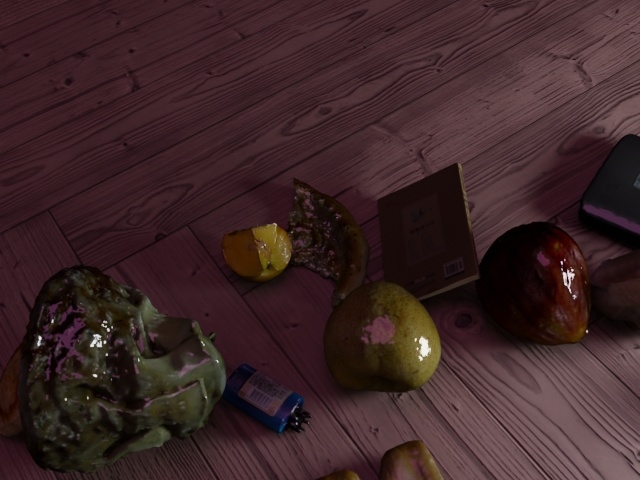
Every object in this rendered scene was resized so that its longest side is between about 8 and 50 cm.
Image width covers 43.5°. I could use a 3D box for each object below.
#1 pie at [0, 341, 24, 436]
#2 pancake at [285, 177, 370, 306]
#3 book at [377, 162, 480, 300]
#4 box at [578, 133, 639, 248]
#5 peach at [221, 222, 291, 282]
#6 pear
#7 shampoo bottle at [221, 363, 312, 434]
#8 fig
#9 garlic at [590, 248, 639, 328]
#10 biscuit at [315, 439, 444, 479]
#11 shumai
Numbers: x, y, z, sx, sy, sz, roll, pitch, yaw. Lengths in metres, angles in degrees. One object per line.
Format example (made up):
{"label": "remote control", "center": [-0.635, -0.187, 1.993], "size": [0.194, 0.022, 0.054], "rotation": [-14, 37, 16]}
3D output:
{"label": "pie", "center": [-0.580, 0.283, 1.559], "size": [0.084, 0.205, 0.179], "rotation": [27, 55, -24]}
{"label": "pancake", "center": [0.001, -0.004, 1.806], "size": [0.197, 0.054, 0.377], "rotation": [-22, 53, -11]}
{"label": "book", "center": [0.229, -0.011, 1.747], "size": [0.216, 0.021, 0.311], "rotation": [-25, 47, 27]}
{"label": "box", "center": [0.759, -0.096, 1.806], "size": [0.288, 0.073, 0.290], "rotation": [27, 59, 22]}
{"label": "peach", "center": [-0.143, 0.030, 1.756], "size": [0.151, 0.118, 0.151], "rotation": [7, 68, -18]}
{"label": "pear", "center": [0.120, 0.187, 1.565], "size": [0.228, 0.188, 0.211], "rotation": [2, 61, 6]}
{"label": "shampoo bottle", "center": [-0.101, 0.316, 1.571], "size": [0.183, 0.050, 0.087], "rotation": [26, 56, 23]}
{"label": "fig", "center": [0.433, 0.085, 1.606], "size": [0.223, 0.224, 0.263], "rotation": [-18, 60, -9]}
{"label": "garlic", "center": [0.670, 0.069, 1.596], "size": [0.210, 0.238, 0.292], "rotation": [32, 28, 15]}
{"label": "biscuit", "center": [0.135, 0.511, 1.396], "size": [0.236, 0.062, 0.291], "rotation": [-21, 54, -11]}
{"label": "shumai", "center": [-0.338, 0.235, 1.464], "size": [0.347, 0.395, 0.395], "rotation": [1, 53, 7]}
